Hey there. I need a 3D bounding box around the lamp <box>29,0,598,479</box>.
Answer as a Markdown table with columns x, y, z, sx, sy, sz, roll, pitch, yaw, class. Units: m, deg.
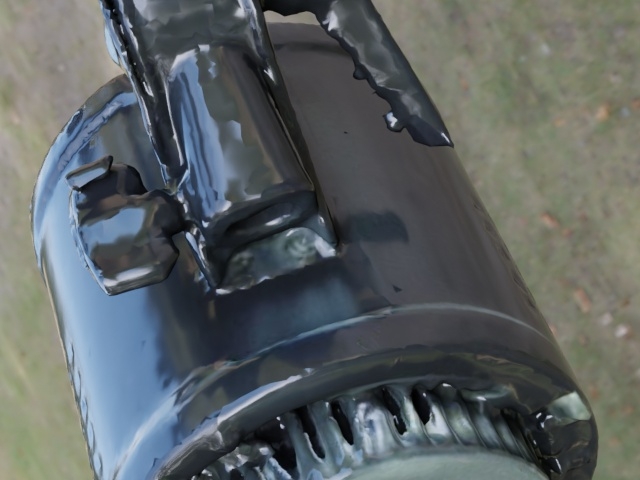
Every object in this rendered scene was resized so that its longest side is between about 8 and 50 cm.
| x | y | z | sx | sy | sz | roll | pitch | yaw | class |
| --- | --- | --- | --- | --- | --- | --- | --- | --- | --- |
| -0.007 | 0.056 | 0.686 | 0.374 | 0.205 | 0.272 | 76 | 175 | -67 | lamp |
